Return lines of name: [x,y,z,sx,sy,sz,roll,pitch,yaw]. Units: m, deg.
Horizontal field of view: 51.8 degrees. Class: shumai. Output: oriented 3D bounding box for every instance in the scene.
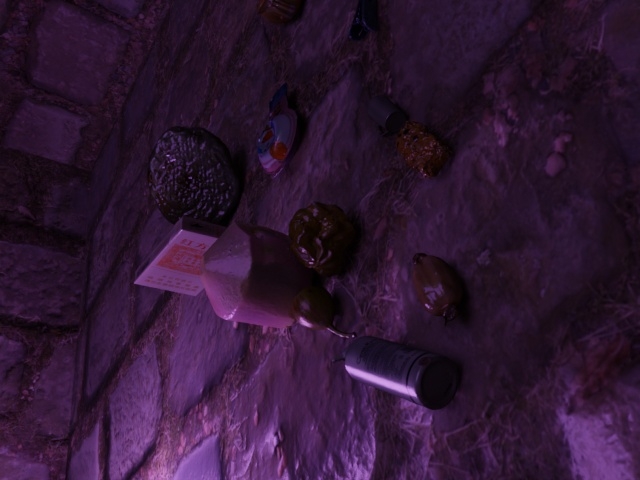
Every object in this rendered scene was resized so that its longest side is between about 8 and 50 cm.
shumai: [-0.368,-0.194,2.075,0.263,0.304,0.309,-42,-29,-81]

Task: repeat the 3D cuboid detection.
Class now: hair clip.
hair clip: [0.122,-0.605,1.544,0.083,0.048,0.275,-9,68,62]

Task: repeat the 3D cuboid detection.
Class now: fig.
fig: [0.001,0.147,1.332,0.166,0.093,0.093,30,102,62]

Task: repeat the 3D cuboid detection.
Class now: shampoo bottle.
shampoo bottle: [0.116,0.213,1.114,0.262,0.085,0.085,3,79,60]

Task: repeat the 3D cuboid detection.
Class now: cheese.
cheese: [-0.112,-0.292,1.754,0.189,0.074,0.286,-37,45,44]

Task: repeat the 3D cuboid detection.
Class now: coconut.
coconut: [-0.150,0.075,1.465,0.233,0.245,0.233,-35,47,47]

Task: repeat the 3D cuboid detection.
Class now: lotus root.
lotus root: [0.192,0.077,1.076,0.073,0.062,0.150,-36,43,15]

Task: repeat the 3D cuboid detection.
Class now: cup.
cup: [0.131,-0.249,1.346,0.075,0.054,0.083,-61,35,20]

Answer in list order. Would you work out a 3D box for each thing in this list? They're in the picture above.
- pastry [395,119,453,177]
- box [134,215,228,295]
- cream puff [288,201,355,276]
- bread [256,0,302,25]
pastry: [0.185,-0.170,1.215,0.080,0.056,0.140,-55,31,9]
box: [-0.376,0.054,1.895,0.365,0.204,0.051,-39,44,45]
cream puff: [0.000,0.001,1.373,0.156,0.121,0.156,-33,49,49]
bread: [-0.100,-0.763,1.931,0.136,0.107,0.241,15,88,63]
